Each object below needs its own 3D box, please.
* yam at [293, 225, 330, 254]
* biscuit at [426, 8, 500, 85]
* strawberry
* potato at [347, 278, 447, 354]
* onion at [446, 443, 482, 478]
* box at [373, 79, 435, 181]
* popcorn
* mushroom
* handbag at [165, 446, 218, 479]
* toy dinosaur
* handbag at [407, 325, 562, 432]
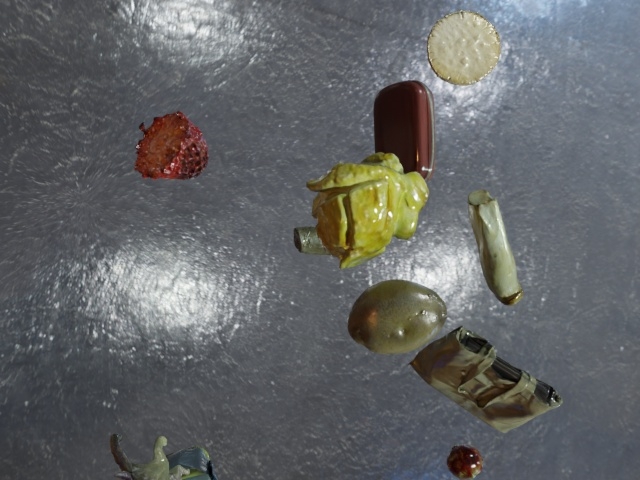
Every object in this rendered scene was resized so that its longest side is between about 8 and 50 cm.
[{"bbox_3d":[0.000,0.000,1.683,0.183,0.107,0.107,1,94,-3],"label":"yam"},{"bbox_3d":[0.281,-0.378,0.979,0.152,0.020,0.152,0,89,2],"label":"biscuit"},{"bbox_3d":[-0.431,-0.258,1.494,0.178,0.234,0.234,33,79,-51],"label":"strawberry"},{"bbox_3d":[0.174,0.177,1.149,0.178,0.235,0.160,46,37,-55],"label":"potato"},{"bbox_3d":[0.475,0.725,1.643,0.117,0.118,0.119,-27,105,-21],"label":"onion"},{"bbox_3d":[0.315,-0.393,1.880,0.108,0.263,0.404,-6,96,-42],"label":"box"},{"bbox_3d":[0.105,-0.073,1.150,0.276,0.276,0.226,-23,89,-22],"label":"popcorn"},{"bbox_3d":[0.415,0.026,1.194,0.081,0.100,0.312,-26,118,1],"label":"mushroom"},{"bbox_3d":[-0.410,0.793,1.520,0.222,0.241,0.263,-15,91,-13],"label":"handbag"},{"bbox_3d":[-0.347,0.513,1.059,0.077,0.162,0.294,-34,129,8],"label":"toy dinosaur"},{"bbox_3d":[0.404,0.350,1.252,0.315,0.253,0.109,35,54,8],"label":"handbag"}]
